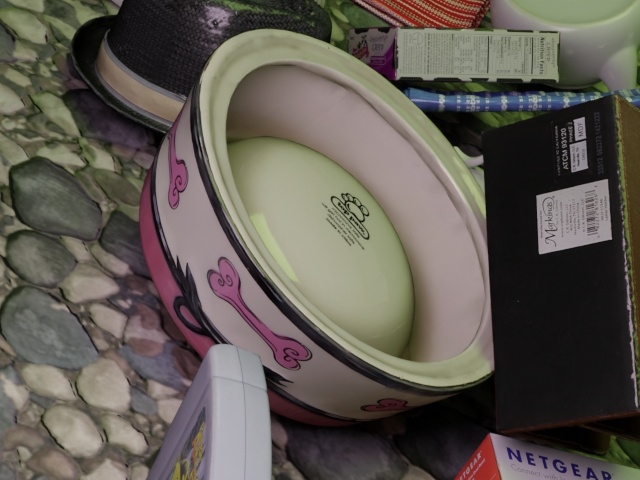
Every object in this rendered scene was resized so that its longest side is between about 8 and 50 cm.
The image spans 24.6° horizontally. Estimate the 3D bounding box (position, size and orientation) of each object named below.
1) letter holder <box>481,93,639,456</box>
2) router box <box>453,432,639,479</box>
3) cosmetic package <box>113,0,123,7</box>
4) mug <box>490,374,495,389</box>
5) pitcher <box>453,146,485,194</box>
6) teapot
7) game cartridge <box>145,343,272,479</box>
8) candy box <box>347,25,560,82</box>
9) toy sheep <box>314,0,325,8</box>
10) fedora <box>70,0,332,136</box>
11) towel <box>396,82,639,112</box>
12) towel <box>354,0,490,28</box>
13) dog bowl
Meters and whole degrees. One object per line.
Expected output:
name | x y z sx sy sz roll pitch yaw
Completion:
letter holder | 0.283 0.045 1.433 0.214 0.152 0.302 21 62 -48
router box | 0.305 0.349 1.364 0.335 0.082 0.301 16 37 -21
cosmetic package | -0.169 -0.453 1.906 0.155 0.197 0.365 39 37 10
mug | 0.269 0.128 1.598 0.129 0.097 0.157 40 36 13
pitcher | 0.171 -0.045 1.636 0.207 0.178 0.125 22 22 39
teapot | 0.363 -0.315 2.160 0.252 0.187 0.256 7 51 12
game cartridge | -0.092 0.226 1.116 0.060 0.196 0.294 20 35 -17
candy box | 0.171 -0.240 1.900 0.233 0.071 0.159 -1 7 -22
toy sheep | -0.039 -0.322 1.942 0.091 0.091 0.132 45 31 19
fedora | -0.108 -0.227 1.662 0.334 0.153 0.334 13 31 -8
towel | 0.261 -0.178 1.820 0.335 0.040 0.243 -1 6 1
towel | 0.156 -0.377 2.204 0.198 0.031 0.275 31 35 0
dog bowl | 0.000 0.000 1.435 0.408 0.150 0.408 29 39 -28
